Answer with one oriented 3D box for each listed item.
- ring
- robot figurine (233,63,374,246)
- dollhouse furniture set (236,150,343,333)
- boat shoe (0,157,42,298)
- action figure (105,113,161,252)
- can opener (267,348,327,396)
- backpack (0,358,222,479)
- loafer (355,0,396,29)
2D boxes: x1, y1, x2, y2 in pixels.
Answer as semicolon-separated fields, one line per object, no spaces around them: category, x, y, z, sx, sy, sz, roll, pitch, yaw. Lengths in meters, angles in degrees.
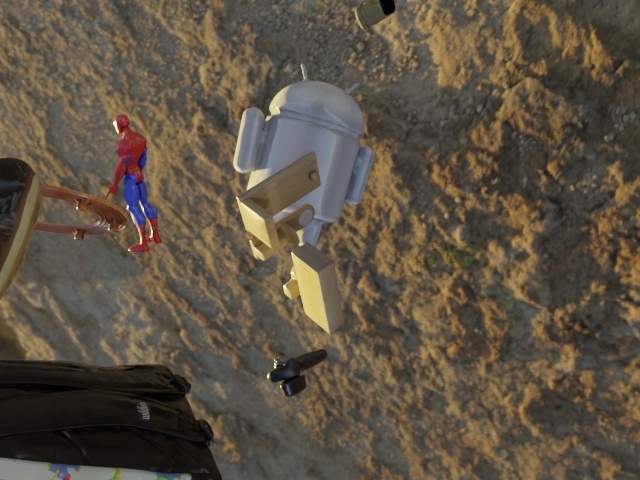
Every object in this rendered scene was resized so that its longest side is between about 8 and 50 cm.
ring;-0.591;-0.055;1.333;0.336;0.032;0.336;2;164;1
robot figurine;-0.029;-0.168;1.252;0.300;0.353;0.200;15;-176;-29
dollhouse furniture set;0.000;0.000;0.787;0.151;0.123;0.144;36;150;37
boat shoe;-0.296;0.022;0.553;0.068;0.190;0.072;15;156;6
action figure;-0.160;-0.049;0.523;0.030;0.038;0.115;6;111;20
can opener;-0.044;0.249;1.213;0.059;0.186;0.073;-10;93;24
backpack;-0.358;0.280;0.815;0.355;0.273;0.290;32;-172;-43
loafer;0.108;-0.409;1.062;0.050;0.148;0.056;-5;131;34
